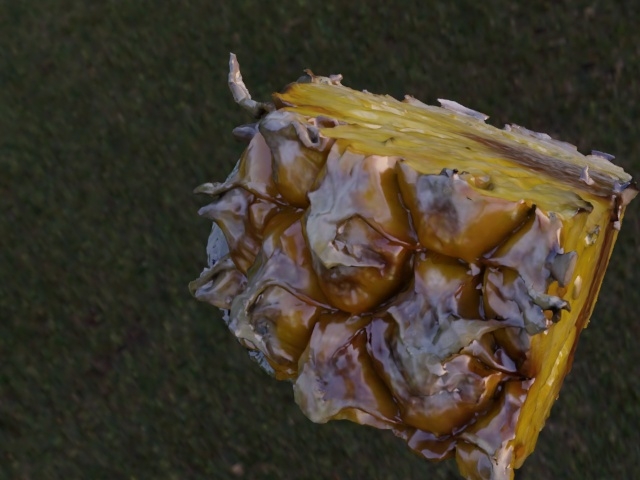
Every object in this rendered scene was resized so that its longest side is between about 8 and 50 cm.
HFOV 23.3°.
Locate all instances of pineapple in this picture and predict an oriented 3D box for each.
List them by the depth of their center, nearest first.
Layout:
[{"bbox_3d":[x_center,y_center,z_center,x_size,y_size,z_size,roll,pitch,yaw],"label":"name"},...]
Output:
[{"bbox_3d":[0.021,-0.003,0.473,0.135,0.233,0.079,20,102,9],"label":"pineapple"}]

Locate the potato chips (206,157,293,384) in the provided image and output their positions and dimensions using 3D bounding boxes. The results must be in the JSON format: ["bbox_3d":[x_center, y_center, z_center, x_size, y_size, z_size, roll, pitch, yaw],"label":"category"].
[{"bbox_3d":[-0.002,-0.001,1.139,0.220,0.029,0.202,37,95,38],"label":"potato chips"}]
